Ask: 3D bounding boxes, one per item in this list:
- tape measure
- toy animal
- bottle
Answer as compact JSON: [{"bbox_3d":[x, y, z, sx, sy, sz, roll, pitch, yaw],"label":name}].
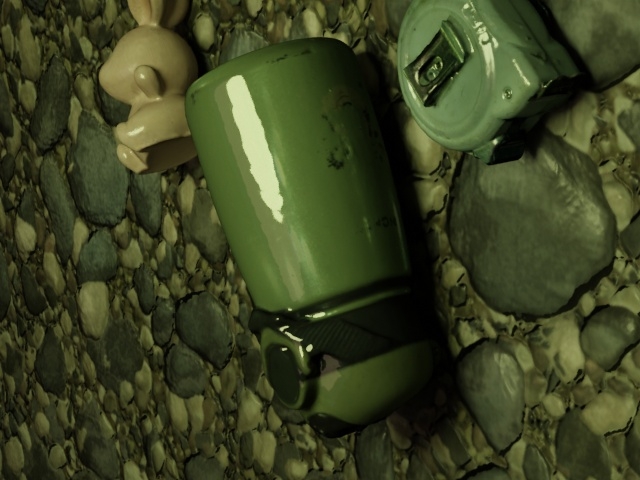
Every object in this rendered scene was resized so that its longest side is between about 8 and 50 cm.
[{"bbox_3d":[0.090,-0.213,1.315,0.164,0.084,0.330,-54,55,40],"label":"tape measure"},{"bbox_3d":[-0.181,-0.184,1.687,0.124,0.124,0.213,-33,63,52],"label":"toy animal"},{"bbox_3d":[-0.001,0.001,1.419,0.168,0.168,0.347,-28,76,53],"label":"bottle"}]
